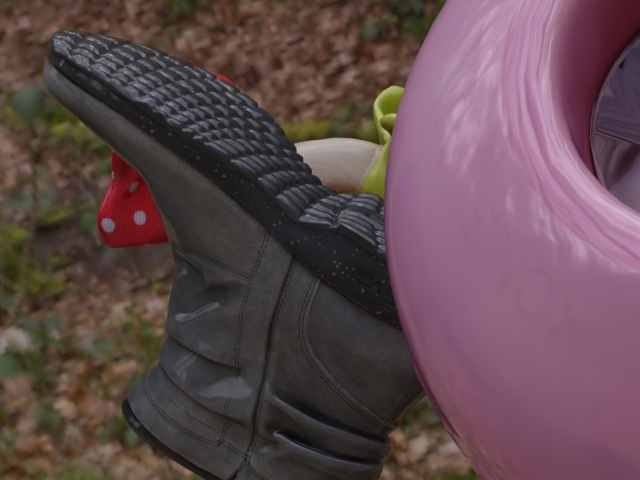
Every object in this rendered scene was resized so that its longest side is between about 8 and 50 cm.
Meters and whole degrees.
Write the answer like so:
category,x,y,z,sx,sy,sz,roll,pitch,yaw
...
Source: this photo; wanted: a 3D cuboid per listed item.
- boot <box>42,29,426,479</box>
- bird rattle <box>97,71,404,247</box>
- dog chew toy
category,x,y,z,sx,sy,sz,roll,pitch,yaw
boot,-0.056,0.025,0.716,0.161,0.246,0.083,-58,-12,21
bird rattle,0.000,0.000,0.905,0.253,0.207,0.143,-6,-4,-21
dog chew toy,0.146,0.024,0.474,0.207,0.332,0.206,-8,64,18
